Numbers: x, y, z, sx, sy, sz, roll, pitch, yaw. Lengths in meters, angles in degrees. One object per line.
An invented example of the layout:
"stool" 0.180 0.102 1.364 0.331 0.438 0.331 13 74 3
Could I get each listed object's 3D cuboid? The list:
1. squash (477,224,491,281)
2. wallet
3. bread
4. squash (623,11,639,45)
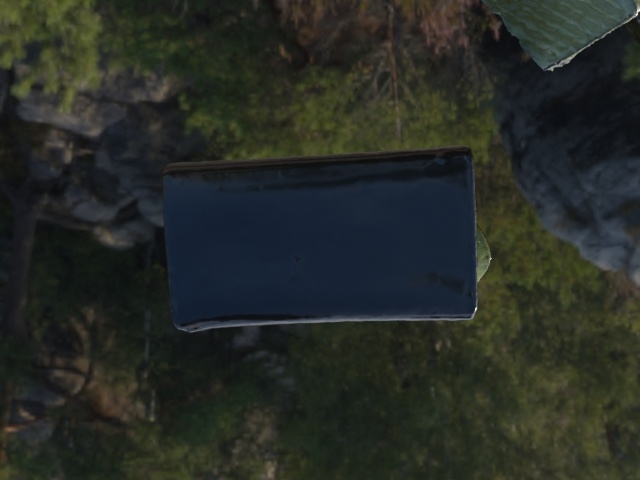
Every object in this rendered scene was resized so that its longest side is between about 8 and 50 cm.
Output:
"squash" 0.188 0.017 1.780 0.155 0.204 0.237 -5 127 -23
"wallet" 0.000 0.000 1.262 0.406 0.228 0.062 -3 -174 5
"bread" 0.344 -0.321 1.374 0.232 0.064 0.172 16 132 29
"squash" 0.552 -0.415 1.570 0.165 0.252 0.252 -38 140 20
